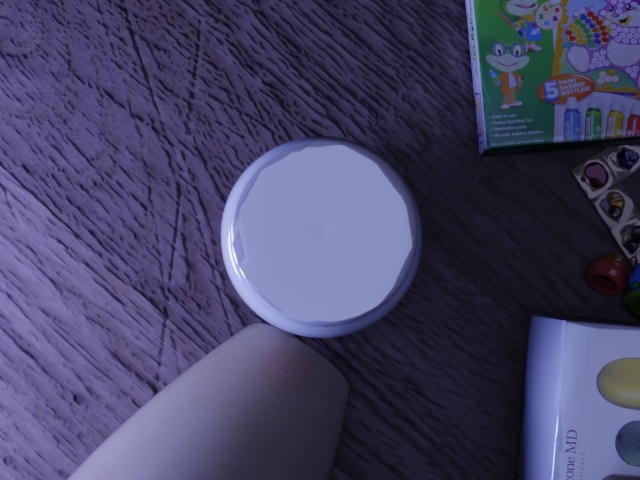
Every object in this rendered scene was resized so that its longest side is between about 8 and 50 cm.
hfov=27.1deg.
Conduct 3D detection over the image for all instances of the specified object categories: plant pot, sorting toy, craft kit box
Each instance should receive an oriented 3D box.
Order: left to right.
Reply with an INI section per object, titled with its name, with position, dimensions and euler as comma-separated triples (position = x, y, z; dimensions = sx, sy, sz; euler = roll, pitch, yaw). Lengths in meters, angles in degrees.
[plant pot]
position = -0.096, 0.227, 1.331
dimensions = 0.256, 0.256, 0.274
euler = 34, 71, 1
[craft kit box]
position = 0.287, -0.224, 1.441
dimensions = 0.250, 0.061, 0.246
euler = -5, 82, -1
[sorting toy]
position = 0.339, 0.043, 1.430
dimensions = 0.102, 0.061, 0.042
euler = 31, 60, 3

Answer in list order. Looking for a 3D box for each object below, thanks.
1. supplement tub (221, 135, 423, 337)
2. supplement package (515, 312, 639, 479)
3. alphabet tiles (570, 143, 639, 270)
[supplement tub]
position = 0.000, 0.000, 1.314
dimensions = 0.191, 0.272, 0.191
euler = 0, 87, -1
[supplement package]
position = 0.349, 0.186, 1.346
dimensions = 0.263, 0.198, 0.199
euler = 6, 88, -1
[alphabet tiles]
position = 0.420, -0.029, 1.458
dimensions = 0.198, 0.009, 0.237
euler = -32, 88, -3
